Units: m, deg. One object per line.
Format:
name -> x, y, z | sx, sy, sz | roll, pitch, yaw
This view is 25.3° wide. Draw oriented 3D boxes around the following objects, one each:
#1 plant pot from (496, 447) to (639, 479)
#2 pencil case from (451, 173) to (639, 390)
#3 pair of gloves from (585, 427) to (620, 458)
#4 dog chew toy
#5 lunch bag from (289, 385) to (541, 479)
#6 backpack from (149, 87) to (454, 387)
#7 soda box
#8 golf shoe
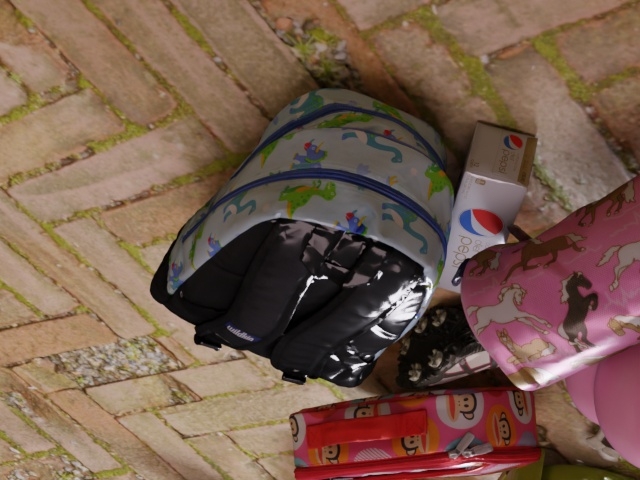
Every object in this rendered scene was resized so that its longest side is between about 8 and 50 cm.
plant pot -> 0.314, 0.437, 1.973 | 0.207, 0.227, 0.228 | 26, 128, -2
pencil case -> 0.322, 0.003, 1.393 | 0.386, 0.160, 0.167 | -31, 80, 31
pair of gloves -> 0.471, 0.281, 1.827 | 0.240, 0.042, 0.204 | 26, 161, 2
dog chew toy -> 0.378, 0.161, 1.463 | 0.206, 0.206, 0.332 | 41, 169, -30
lunch bag -> 0.112, 0.247, 1.823 | 0.293, 0.120, 0.258 | -12, 167, 33
backpack -> 0.000, 0.000, 1.537 | 0.290, 0.273, 0.355 | 25, 166, -6
soda box -> 0.174, -0.028, 1.548 | 0.069, 0.074, 0.216 | 15, 145, 3
golf shoe -> 0.195, 0.129, 1.734 | 0.120, 0.105, 0.273 | 26, 145, -24
